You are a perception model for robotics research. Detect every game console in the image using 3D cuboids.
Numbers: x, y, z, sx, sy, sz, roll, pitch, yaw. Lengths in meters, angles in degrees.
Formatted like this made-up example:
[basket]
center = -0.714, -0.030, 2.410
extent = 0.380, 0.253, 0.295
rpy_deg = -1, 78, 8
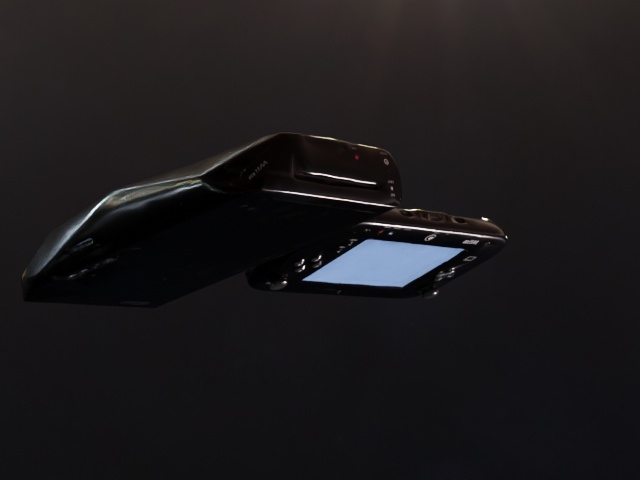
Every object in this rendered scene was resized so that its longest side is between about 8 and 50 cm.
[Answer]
[game console]
center = 0.000, 0.000, 0.991
extent = 0.361, 0.213, 0.044
rpy_deg = 5, -111, -49
